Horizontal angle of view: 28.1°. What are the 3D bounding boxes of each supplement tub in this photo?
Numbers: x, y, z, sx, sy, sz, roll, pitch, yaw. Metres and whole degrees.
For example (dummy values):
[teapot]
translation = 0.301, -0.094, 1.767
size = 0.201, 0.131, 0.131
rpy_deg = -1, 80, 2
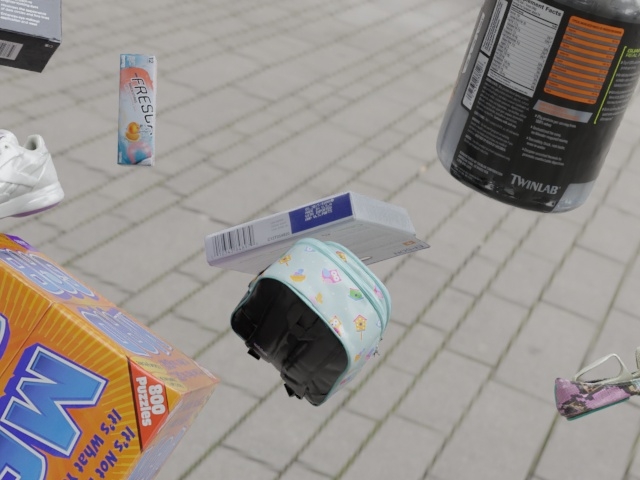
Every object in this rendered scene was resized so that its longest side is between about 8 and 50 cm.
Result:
[supplement tub]
translation = 0.280, -0.220, 1.532
size = 0.207, 0.338, 0.207
rpy_deg = 14, 26, -7

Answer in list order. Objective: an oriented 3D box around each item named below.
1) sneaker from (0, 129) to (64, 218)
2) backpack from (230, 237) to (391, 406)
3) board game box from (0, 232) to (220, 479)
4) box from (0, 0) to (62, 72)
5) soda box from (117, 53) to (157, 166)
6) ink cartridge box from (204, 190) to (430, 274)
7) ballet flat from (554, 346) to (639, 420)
[sneaker]
translation = -0.559, -0.097, 2.094
size = 0.114, 0.152, 0.305
rpy_deg = -2, 13, 35
[backpack]
translation = -0.002, 0.085, 1.489
size = 0.144, 0.188, 0.166
rpy_deg = -40, 80, -22
[board game box]
translation = -0.387, 0.224, 1.579
size = 0.356, 0.356, 0.356
rpy_deg = 35, -1, 5
[box]
translation = -0.447, -0.333, 1.780
size = 0.156, 0.093, 0.158
rpy_deg = 9, 63, -28
[soda box]
translation = -0.300, -0.213, 2.103
size = 0.058, 0.183, 0.063
rpy_deg = 1, 1, -3
[ink cartridge box]
translation = 0.000, 0.000, 1.676
size = 0.223, 0.045, 0.224
rpy_deg = -17, -17, 26
[ballet flat]
translation = 0.440, 0.197, 1.831
size = 0.221, 0.079, 0.077
rpy_deg = -13, -2, -4
